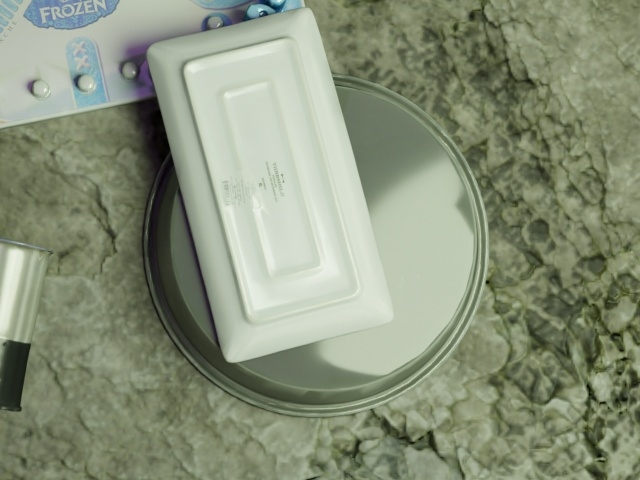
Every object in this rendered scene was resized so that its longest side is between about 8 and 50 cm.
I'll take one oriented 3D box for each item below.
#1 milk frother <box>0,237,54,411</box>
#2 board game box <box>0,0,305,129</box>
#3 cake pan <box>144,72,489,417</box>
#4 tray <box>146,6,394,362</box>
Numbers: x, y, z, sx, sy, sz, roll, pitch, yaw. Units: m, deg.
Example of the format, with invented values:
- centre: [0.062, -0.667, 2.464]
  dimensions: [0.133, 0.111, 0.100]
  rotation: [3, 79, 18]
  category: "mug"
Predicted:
- centre: [-0.290, 0.059, 1.456]
  dimensions: [0.129, 0.143, 0.135]
  rotation: [10, 85, 3]
  category: "milk frother"
- centre: [-0.232, -0.300, 1.547]
  dimensions: [0.390, 0.050, 0.390]
  rotation: [-12, 86, -7]
  category: "board game box"
- centre: [0.000, 0.000, 1.537]
  dimensions: [0.293, 0.054, 0.293]
  rotation: [1, 84, -5]
  category: "cake pan"
- centre: [-0.040, -0.048, 1.495]
  dimensions: [0.145, 0.030, 0.270]
  rotation: [-14, 85, -6]
  category: "tray"
